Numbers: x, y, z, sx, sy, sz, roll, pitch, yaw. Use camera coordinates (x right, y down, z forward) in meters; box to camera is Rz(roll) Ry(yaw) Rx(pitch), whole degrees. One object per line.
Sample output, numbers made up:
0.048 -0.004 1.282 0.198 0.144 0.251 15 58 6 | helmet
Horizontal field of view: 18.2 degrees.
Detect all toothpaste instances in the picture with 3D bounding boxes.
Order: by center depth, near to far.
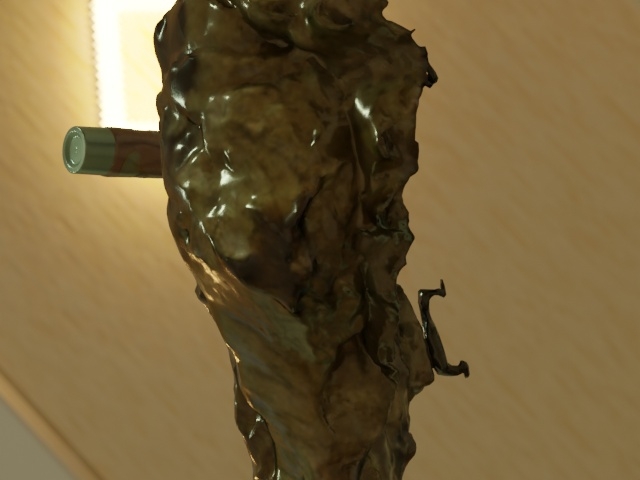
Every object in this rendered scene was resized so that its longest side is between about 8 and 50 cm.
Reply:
-0.089 -0.061 1.448 0.205 0.056 0.036 2 -69 -36 | toothpaste

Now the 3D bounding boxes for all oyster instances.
-0.003 -0.002 0.977 0.133 0.337 0.198 -10 21 1 | oyster
